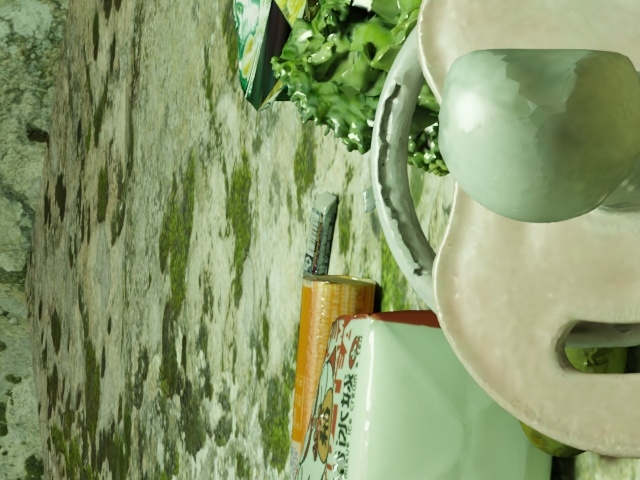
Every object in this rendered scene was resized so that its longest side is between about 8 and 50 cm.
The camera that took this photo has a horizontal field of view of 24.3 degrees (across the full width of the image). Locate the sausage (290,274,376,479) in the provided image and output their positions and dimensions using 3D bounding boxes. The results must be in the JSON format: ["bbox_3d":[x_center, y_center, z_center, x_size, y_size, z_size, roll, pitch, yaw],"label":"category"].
[{"bbox_3d":[0.009,0.150,1.379,0.071,0.071,0.234,-164,78,-71],"label":"sausage"}]

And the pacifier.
[{"bbox_3d":[0.150,-0.052,0.766,0.273,0.220,0.332,151,116,-81],"label":"pacifier"}]

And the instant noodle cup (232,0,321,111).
[{"bbox_3d":[0.044,-0.207,1.151,0.240,0.178,0.240,-177,90,-72],"label":"instant noodle cup"}]

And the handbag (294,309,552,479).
[{"bbox_3d":[0.065,0.140,1.121,0.298,0.151,0.171,162,113,-78],"label":"handbag"}]

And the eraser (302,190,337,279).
[{"bbox_3d":[0.000,0.000,1.506,0.027,0.019,0.099,31,118,53],"label":"eraser"}]

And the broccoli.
[{"bbox_3d":[0.085,-0.137,0.961,0.176,0.226,0.198,-141,47,-79],"label":"broccoli"}]

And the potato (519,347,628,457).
[{"bbox_3d":[0.151,0.045,0.952,0.105,0.085,0.188,163,104,-73],"label":"potato"}]
